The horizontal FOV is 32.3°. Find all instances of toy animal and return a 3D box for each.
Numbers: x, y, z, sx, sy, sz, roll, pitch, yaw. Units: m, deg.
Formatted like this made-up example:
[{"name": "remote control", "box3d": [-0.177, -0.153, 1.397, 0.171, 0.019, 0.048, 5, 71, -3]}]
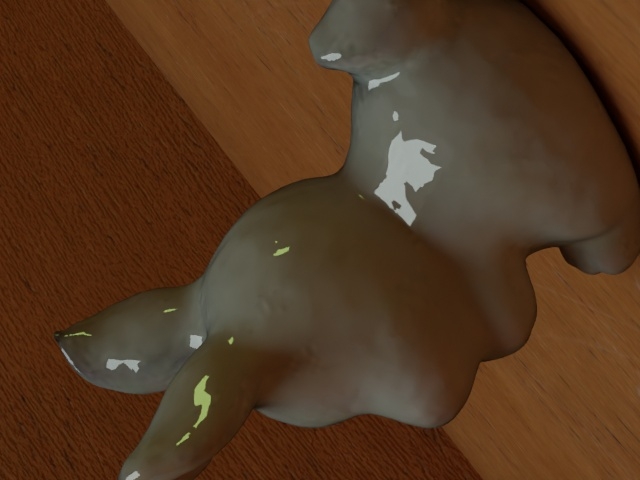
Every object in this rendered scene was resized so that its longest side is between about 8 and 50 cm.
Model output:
[{"name": "toy animal", "box3d": [0.008, 0.004, 0.705, 0.241, 0.367, 0.196, 45, -179, -31]}]
